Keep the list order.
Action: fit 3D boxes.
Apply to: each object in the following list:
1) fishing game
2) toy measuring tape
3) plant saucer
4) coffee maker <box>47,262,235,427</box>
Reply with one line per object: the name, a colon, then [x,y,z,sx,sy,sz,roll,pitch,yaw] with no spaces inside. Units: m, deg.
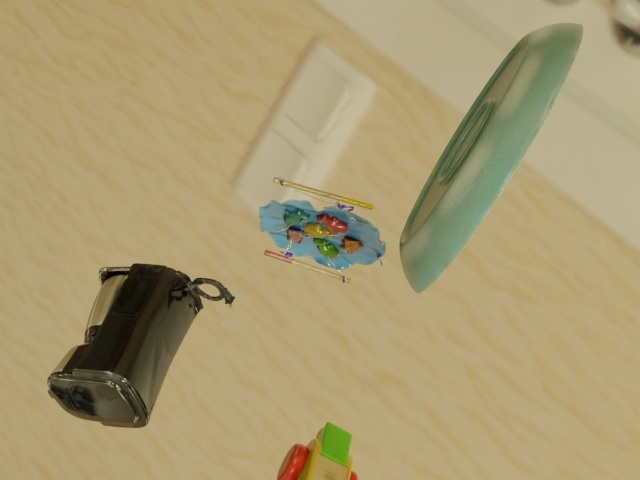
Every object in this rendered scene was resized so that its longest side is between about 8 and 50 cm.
fishing game: [0.000,0.000,1.775,0.264,0.189,0.041,112,-4,-65]
toy measuring tape: [-0.015,0.384,1.835,0.330,0.121,0.121,-73,-176,-59]
plant saucer: [0.163,-0.092,1.307,0.318,0.043,0.317,-58,-178,4]
coffee maker: [-0.217,0.120,1.514,0.120,0.171,0.178,47,42,-29]
